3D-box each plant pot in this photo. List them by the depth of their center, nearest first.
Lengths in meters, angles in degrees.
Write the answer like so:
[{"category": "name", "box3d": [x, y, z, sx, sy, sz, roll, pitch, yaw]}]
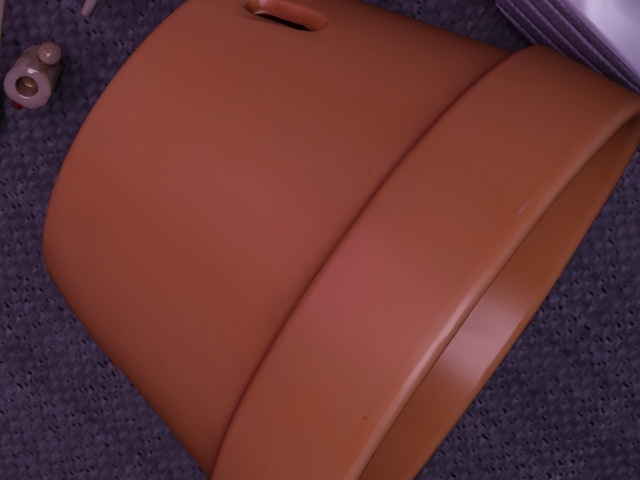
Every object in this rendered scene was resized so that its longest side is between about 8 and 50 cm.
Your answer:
[{"category": "plant pot", "box3d": [0.000, 0.000, 0.672, 0.203, 0.291, 0.291, 35, 99, 14]}]

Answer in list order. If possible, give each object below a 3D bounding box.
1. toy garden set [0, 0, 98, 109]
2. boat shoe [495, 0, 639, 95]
[{"category": "toy garden set", "box3d": [-0.209, -0.144, 0.713, 0.203, 0.049, 0.244, 24, 122, -11]}, {"category": "boat shoe", "box3d": [0.224, -0.104, 0.723, 0.335, 0.121, 0.119, 36, 92, -14]}]
